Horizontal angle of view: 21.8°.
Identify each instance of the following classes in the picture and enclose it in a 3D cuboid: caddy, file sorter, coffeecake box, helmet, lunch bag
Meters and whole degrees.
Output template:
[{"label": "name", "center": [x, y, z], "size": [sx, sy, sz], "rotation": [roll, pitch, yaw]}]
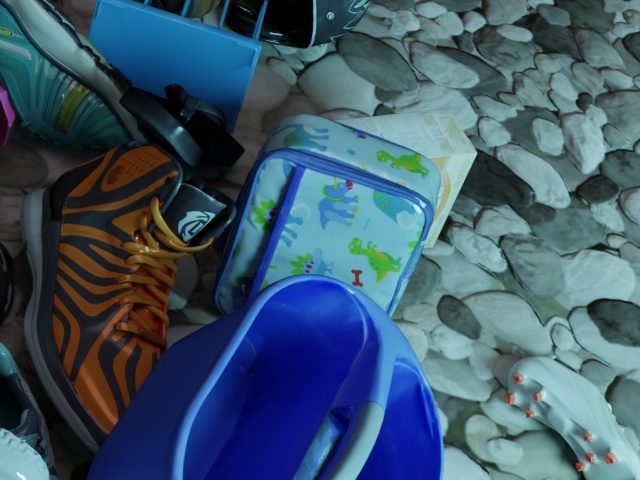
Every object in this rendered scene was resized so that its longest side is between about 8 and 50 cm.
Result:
[{"label": "caddy", "center": [-0.026, 0.183, 1.313], "size": [0.241, 0.179, 0.341], "rotation": [49, 43, -18]}, {"label": "file sorter", "center": [-0.150, -0.210, 1.732], "size": [0.170, 0.118, 0.104], "rotation": [17, 42, -6]}, {"label": "coffeecake box", "center": [0.041, -0.051, 1.639], "size": [0.185, 0.142, 0.068], "rotation": [-8, 52, -27]}, {"label": "helmet", "center": [-0.020, -0.292, 1.827], "size": [0.161, 0.169, 0.169], "rotation": [10, 44, 10]}, {"label": "lunch bag", "center": [0.000, 0.000, 1.524], "size": [0.176, 0.219, 0.090], "rotation": [21, 38, -3]}]

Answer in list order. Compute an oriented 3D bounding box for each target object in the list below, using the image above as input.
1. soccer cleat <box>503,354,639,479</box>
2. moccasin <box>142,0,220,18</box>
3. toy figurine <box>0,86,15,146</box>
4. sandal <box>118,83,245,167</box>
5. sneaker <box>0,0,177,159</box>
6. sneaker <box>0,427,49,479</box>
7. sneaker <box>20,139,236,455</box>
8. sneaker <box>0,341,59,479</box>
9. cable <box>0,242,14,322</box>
[{"label": "soccer cleat", "center": [0.258, 0.178, 1.569], "size": [0.076, 0.068, 0.196], "rotation": [-21, 57, -38]}, {"label": "moccasin", "center": [-0.191, -0.391, 1.882], "size": [0.147, 0.139, 0.380], "rotation": [-14, 46, -21]}, {"label": "toy figurine", "center": [-0.369, -0.110, 1.566], "size": [0.159, 0.130, 0.173], "rotation": [9, 69, -22]}, {"label": "sandal", "center": [-0.125, -0.119, 1.594], "size": [0.097, 0.054, 0.254], "rotation": [41, 7, 5]}, {"label": "sneaker", "center": [-0.245, -0.136, 1.649], "size": [0.275, 0.110, 0.107], "rotation": [45, 6, 4]}, {"label": "sneaker", "center": [-0.373, 0.247, 1.171], "size": [0.366, 0.137, 0.210], "rotation": [-7, 53, 3]}, {"label": "sneaker", "center": [-0.158, 0.032, 1.442], "size": [0.124, 0.180, 0.321], "rotation": [38, 26, -49]}, {"label": "sneaker", "center": [-0.254, 0.201, 1.306], "size": [0.110, 0.122, 0.283], "rotation": [-8, 53, -27]}, {"label": "cable", "center": [-0.352, 0.044, 1.475], "size": [0.150, 0.047, 0.184], "rotation": [15, 48, -1]}]
